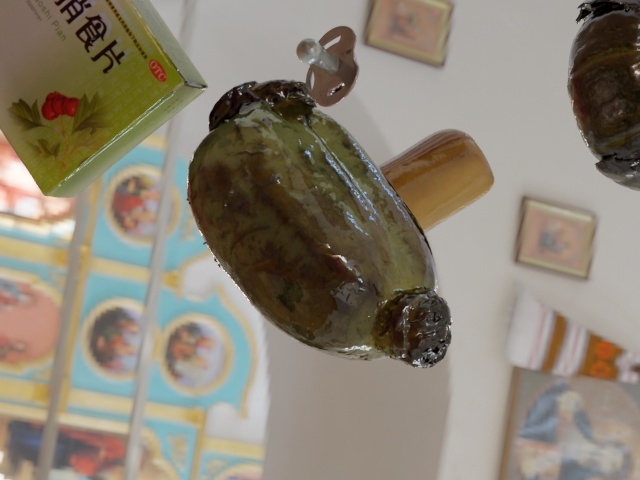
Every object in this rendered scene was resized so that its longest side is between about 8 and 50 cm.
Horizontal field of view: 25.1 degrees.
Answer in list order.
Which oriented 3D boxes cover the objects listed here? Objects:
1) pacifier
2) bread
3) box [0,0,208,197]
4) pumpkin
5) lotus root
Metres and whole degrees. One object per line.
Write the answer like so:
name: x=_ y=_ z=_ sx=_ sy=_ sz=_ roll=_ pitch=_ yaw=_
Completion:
pacifier: x=0.001 y=-0.194 z=1.570 sx=0.081 sy=0.078 sz=0.099 roll=-27 pitch=-125 yaw=33
bread: x=0.087 y=-0.049 z=1.517 sx=0.092 sy=0.239 sz=0.074 roll=35 pitch=-41 yaw=29
box: x=-0.248 y=-0.193 z=1.339 sx=0.175 sy=0.062 sz=0.260 roll=-37 pitch=-101 yaw=15
pumpkin: x=0.495 y=-0.220 z=2.076 sx=0.192 sy=0.320 sz=0.320 roll=-26 pitch=-126 yaw=46
lotus root: x=0.000 y=0.000 z=1.228 sx=0.309 sy=0.173 sz=0.173 roll=54 pitch=-51 yaw=31
